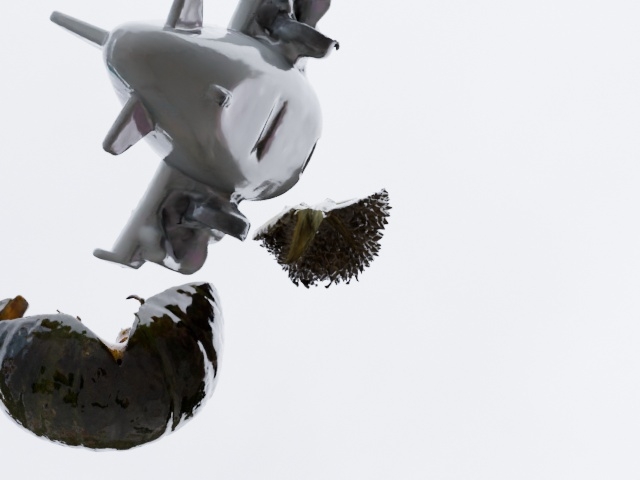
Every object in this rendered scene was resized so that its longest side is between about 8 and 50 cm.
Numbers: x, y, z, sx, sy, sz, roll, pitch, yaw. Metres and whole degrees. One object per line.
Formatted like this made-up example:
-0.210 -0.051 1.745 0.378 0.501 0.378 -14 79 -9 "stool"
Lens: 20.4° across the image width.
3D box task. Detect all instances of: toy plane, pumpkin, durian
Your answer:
-0.076 -0.093 1.178 0.118 0.252 0.252 25 -47 25 "toy plane"
-0.153 0.098 1.281 0.184 0.107 0.119 -8 -45 -9 "pumpkin"
-0.002 0.002 1.337 0.110 0.140 0.071 -10 -84 -17 "durian"
